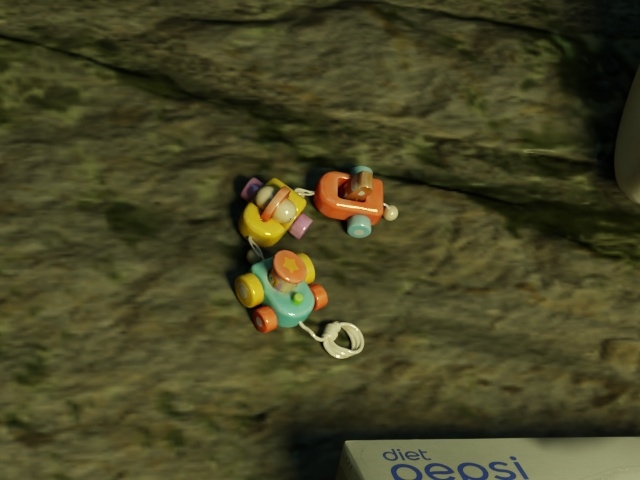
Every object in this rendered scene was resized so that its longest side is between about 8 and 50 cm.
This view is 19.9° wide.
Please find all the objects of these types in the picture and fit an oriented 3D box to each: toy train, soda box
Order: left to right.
[{"bbox_3d":[0.000,0.000,1.354,0.125,0.046,0.166,15,54,-11],"label":"toy train"},{"bbox_3d":[0.152,0.196,1.238,0.286,0.091,0.098,2,30,-19],"label":"soda box"}]

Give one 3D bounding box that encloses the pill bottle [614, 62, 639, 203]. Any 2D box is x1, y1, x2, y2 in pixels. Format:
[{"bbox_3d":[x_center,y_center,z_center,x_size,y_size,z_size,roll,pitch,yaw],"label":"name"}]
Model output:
[{"bbox_3d":[0.457,-0.068,1.462,0.392,0.224,0.224,21,54,-7],"label":"pill bottle"}]
